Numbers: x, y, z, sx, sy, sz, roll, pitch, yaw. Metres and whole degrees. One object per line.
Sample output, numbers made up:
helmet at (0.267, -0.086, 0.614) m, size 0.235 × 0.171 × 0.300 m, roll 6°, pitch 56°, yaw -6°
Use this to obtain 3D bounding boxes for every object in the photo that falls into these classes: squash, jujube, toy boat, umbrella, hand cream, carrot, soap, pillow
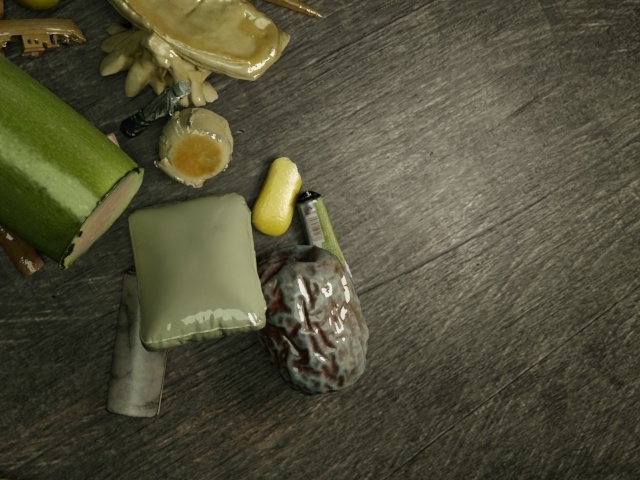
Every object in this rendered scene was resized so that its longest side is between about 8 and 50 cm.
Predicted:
squash at (-0.552, -0.155, 1.679) m, size 0.384 × 0.263 × 0.263 m, roll 38°, pitch 87°, yaw -6°
jujube at (-0.023, 0.170, 1.858) m, size 0.226 × 0.226 × 0.317 m, roll -18°, pitch 104°, yaw -9°
toy boat at (-0.564, -0.395, 1.748) m, size 0.206 × 0.064 × 0.072 m, roll -10°, pitch 91°, yaw -31°
umbrella at (-0.328, -0.259, 1.788) m, size 0.188 × 0.046 × 0.050 m, roll -28°, pitch 100°, yaw 31°
hand cream at (0.000, 0.000, 1.930) m, size 0.086 × 0.055 × 0.235 m, roll -20°, pitch 108°, yaw -8°
carrot at (-0.109, -0.518, 1.861) m, size 0.254 × 0.049 × 0.049 m, roll 21°, pitch 91°, yaw -15°
soap at (-0.088, -0.092, 1.907) m, size 0.089 × 0.033 × 0.168 m, roll 22°, pitch 90°, yaw -18°
pillow at (-0.248, 0.056, 1.779) m, size 0.255 × 0.120 × 0.322 m, roll -10°, pitch 59°, yaw -3°

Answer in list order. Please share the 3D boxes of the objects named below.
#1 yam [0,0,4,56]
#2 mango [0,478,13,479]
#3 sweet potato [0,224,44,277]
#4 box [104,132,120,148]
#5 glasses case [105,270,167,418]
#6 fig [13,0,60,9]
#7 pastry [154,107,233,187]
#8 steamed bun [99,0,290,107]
yam at (-0.651, -0.469, 1.750) m, size 0.056 × 0.057 × 0.241 m, roll -1°, pitch 96°, yaw -11°
mango at (-0.638, 0.550, 1.825) m, size 0.178 × 0.100 × 0.119 m, roll 30°, pitch 53°, yaw -4°
sweet potato at (-0.652, -0.054, 1.783) m, size 0.059 × 0.067 × 0.281 m, roll -36°, pitch 99°, yaw -28°
box at (-0.470, -0.180, 1.827) m, size 0.115 × 0.025 × 0.048 m, roll -21°, pitch 97°, yaw -8°
glasses case at (-0.374, 0.216, 1.864) m, size 0.114 × 0.060 × 0.299 m, roll 8°, pitch 93°, yaw -10°
fig at (-0.556, -0.527, 1.736) m, size 0.136 × 0.121 × 0.153 m, roll -22°, pitch 122°, yaw -14°
pastry at (-0.255, -0.191, 1.818) m, size 0.165 × 0.088 × 0.166 m, roll -3°, pitch 127°, yaw -4°
steamed bun at (-0.297, -0.406, 1.783) m, size 0.428 × 0.189 × 0.247 m, roll 24°, pitch 66°, yaw -13°
